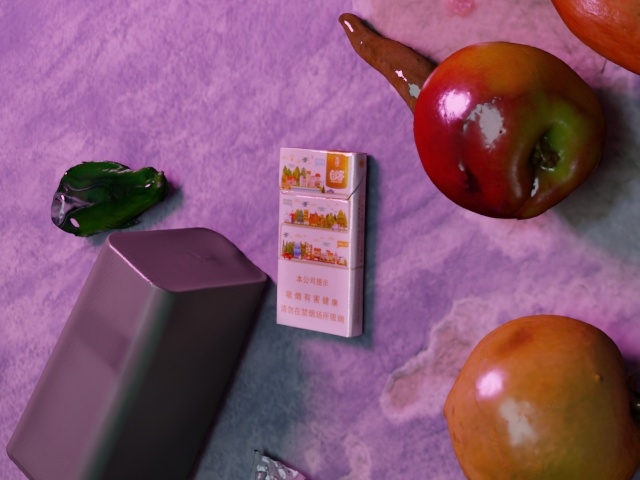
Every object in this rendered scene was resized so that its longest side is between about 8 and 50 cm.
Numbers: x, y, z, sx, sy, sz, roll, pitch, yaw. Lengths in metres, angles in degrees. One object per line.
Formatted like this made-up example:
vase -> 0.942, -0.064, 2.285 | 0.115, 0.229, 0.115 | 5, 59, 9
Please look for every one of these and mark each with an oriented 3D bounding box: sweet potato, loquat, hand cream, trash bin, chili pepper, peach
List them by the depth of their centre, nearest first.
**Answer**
loquat -> 0.227, 0.177, 1.304 | 0.208, 0.208, 0.208 | 5, 98, 39
peach -> 0.183, -0.115, 1.321 | 0.197, 0.197, 0.197 | 5, 98, 39
sweet potato -> 0.096, -0.187, 1.462 | 0.249, 0.059, 0.069 | 55, 137, 26
hand cream -> 0.002, 0.343, 1.602 | 0.257, 0.050, 0.084 | 22, 106, 43
trash bin -> -0.224, 0.165, 1.663 | 0.158, 0.223, 0.343 | 41, 116, 29
chili pepper -> -0.288, -0.068, 1.787 | 0.216, 0.062, 0.108 | -11, 88, 38

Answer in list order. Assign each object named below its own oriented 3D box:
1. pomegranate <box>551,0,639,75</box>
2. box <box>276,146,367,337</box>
pomegranate -> 0.332, -0.245, 1.139 | 0.270, 0.252, 0.229 | 44, 100, 30
box -> 0.001, 0.000, 1.573 | 0.122, 0.032, 0.220 | 8, 99, 39
